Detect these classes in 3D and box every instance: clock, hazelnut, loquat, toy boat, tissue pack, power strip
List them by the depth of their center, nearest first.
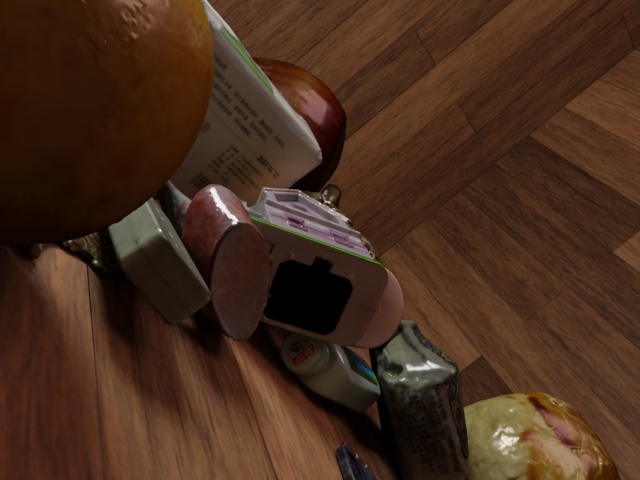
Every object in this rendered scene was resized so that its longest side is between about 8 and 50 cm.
[{"bbox_3d":[-0.206,-0.129,0.463,0.263,0.263,0.263,50,4,-5],"label":"loquat"},{"bbox_3d":[-0.189,-0.011,0.714,0.093,0.053,0.288,57,-7,-30],"label":"power strip"},{"bbox_3d":[-0.161,0.001,0.858,0.282,0.096,0.206,36,-42,46],"label":"toy boat"},{"bbox_3d":[-0.054,0.021,1.062,0.235,0.166,0.309,20,15,-16],"label":"clock"},{"bbox_3d":[-0.199,-0.215,1.191,0.356,0.266,0.194,47,11,-42],"label":"tissue pack"},{"bbox_3d":[-0.121,-0.267,1.640,0.402,0.402,0.429,49,17,-18],"label":"hazelnut"}]

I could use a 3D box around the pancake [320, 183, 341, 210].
[{"bbox_3d":[0.000,0.000,1.654,0.049,0.295,0.294,15,-3,12],"label":"pancake"}]

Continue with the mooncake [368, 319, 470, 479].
[{"bbox_3d":[0.174,0.284,1.172,0.250,0.136,0.255,-129,-152,-74],"label":"mooncake"}]

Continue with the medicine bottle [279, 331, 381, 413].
[{"bbox_3d":[0.013,0.203,1.070,0.121,0.083,0.229,49,3,33],"label":"medicine bottle"}]

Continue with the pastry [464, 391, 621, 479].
[{"bbox_3d":[0.397,0.465,1.255,0.389,0.312,0.388,52,5,-6],"label":"pastry"}]

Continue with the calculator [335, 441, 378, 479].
[{"bbox_3d":[0.093,0.378,0.833,0.161,0.021,0.262,50,5,-20],"label":"calculator"}]

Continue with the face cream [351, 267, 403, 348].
[{"bbox_3d":[0.058,0.112,1.183,0.149,0.149,0.104,49,-22,-20],"label":"face cream"}]

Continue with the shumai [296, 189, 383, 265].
[{"bbox_3d":[0.013,0.058,1.406,0.346,0.217,0.283,48,5,8],"label":"shumai"}]

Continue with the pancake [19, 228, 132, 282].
[{"bbox_3d":[-0.241,-0.006,0.651,0.190,0.020,0.184,46,6,-36],"label":"pancake"}]
